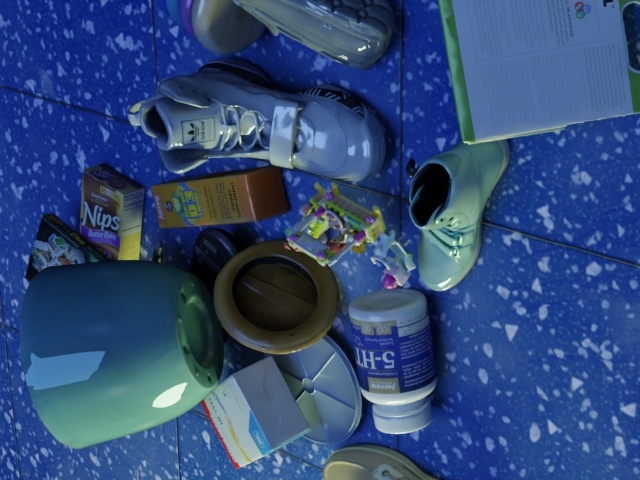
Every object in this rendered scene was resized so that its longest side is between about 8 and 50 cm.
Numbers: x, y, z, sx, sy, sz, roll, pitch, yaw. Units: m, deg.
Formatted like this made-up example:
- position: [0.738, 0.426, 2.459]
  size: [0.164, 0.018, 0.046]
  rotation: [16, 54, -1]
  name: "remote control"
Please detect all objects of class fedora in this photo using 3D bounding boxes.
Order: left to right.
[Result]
- position: [-0.063, 0.093, 2.085]
  size: [0.194, 0.194, 0.079]
  rotation: [44, 166, 22]
  name: "fedora"

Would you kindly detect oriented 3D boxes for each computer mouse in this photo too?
- position: [-0.191, 0.040, 2.231]
  size: [0.184, 0.060, 0.262]
  rotation: [40, 142, 20]
  name: "computer mouse"

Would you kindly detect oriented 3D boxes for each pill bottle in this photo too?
- position: [0.106, 0.171, 1.958]
  size: [0.112, 0.112, 0.187]
  rotation: [5, 110, 43]
  name: "pill bottle"

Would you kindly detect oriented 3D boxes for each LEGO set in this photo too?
- position: [0.000, 0.000, 1.926]
  size: [0.287, 0.107, 0.132]
  rotation: [13, 140, 57]
  name: "LEGO set"

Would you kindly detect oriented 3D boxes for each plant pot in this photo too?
- position: [-0.290, 0.160, 2.155]
  size: [0.235, 0.293, 0.293]
  rotation: [-12, 99, 17]
  name: "plant pot"

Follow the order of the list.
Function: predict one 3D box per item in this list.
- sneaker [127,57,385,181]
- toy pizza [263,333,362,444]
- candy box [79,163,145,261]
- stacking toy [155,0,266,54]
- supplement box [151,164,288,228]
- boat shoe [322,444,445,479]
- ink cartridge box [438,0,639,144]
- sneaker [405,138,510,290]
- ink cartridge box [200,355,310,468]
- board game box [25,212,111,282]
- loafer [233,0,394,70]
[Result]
- position: [-0.097, -0.151, 1.947]
  size: [0.366, 0.210, 0.137]
  rotation: [25, 123, 35]
  name: "sneaker"
- position: [-0.009, 0.219, 2.145]
  size: [0.201, 0.032, 0.201]
  rotation: [18, 119, 37]
  name: "toy pizza"
- position: [-0.360, -0.025, 2.369]
  size: [0.109, 0.053, 0.187]
  rotation: [29, 124, 33]
  name: "candy box"
- position: [-0.220, -0.394, 2.035]
  size: [0.330, 0.141, 0.141]
  rotation: [34, 128, 36]
  name: "stacking toy"
- position: [-0.158, -0.065, 2.140]
  size: [0.233, 0.080, 0.078]
  rotation: [-4, 102, 47]
  name: "supplement box"
- position: [0.109, 0.389, 2.053]
  size: [0.302, 0.098, 0.109]
  rotation: [18, 119, 38]
  name: "boat shoe"
- position: [0.280, -0.232, 1.641]
  size: [0.255, 0.097, 0.189]
  rotation: [-8, 107, 10]
  name: "ink cartridge box"
- position: [0.147, -0.024, 1.808]
  size: [0.094, 0.151, 0.256]
  rotation: [36, 130, 26]
  name: "sneaker"
- position: [-0.114, 0.280, 2.198]
  size: [0.134, 0.078, 0.231]
  rotation: [61, 153, 7]
  name: "ink cartridge box"
- position: [-0.406, 0.076, 2.381]
  size: [0.259, 0.030, 0.136]
  rotation: [37, 116, 28]
  name: "board game box"
- position: [-0.056, -0.323, 1.853]
  size: [0.319, 0.112, 0.111]
  rotation: [29, 140, 4]
  name: "loafer"
